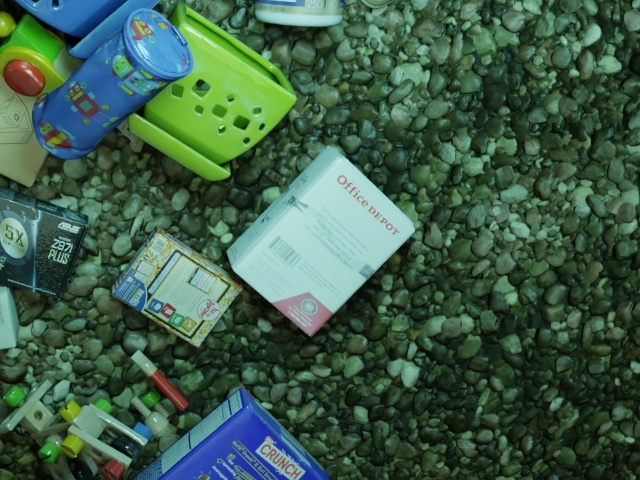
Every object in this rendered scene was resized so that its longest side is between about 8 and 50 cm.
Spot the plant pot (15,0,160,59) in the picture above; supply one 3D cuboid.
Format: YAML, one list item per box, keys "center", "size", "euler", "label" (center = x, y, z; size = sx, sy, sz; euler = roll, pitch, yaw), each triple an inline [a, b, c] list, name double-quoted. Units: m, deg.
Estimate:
- center: [-0.374, -0.431, 1.668]
  size: [0.236, 0.236, 0.212]
  euler: [-40, 116, 1]
  label: "plant pot"

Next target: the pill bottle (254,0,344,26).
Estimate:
- center: [-0.030, -0.496, 1.758]
  size: [0.153, 0.153, 0.264]
  euler: [0, 107, -12]
  label: "pill bottle"

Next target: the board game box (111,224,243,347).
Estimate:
- center: [-0.263, 0.086, 1.941]
  size: [0.193, 0.045, 0.146]
  euler: [36, 96, -19]
  label: "board game box"

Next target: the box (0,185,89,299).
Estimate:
- center: [-0.514, 0.003, 1.845]
  size: [0.180, 0.077, 0.147]
  euler: [20, 101, -17]
  label: "box"

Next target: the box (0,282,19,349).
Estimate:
- center: [-0.676, 0.142, 1.844]
  size: [0.275, 0.094, 0.113]
  euler: [-8, 108, -9]
  label: "box"

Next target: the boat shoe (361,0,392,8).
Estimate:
- center: [0.177, -0.526, 1.822]
  size: [0.302, 0.098, 0.109]
  euler: [-45, 110, 4]
  label: "boat shoe"

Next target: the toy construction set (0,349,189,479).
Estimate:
- center: [-0.429, 0.316, 1.903]
  size: [0.309, 0.257, 0.237]
  euler: [-43, 98, -19]
  label: "toy construction set"

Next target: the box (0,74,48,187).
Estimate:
- center: [-0.552, -0.207, 1.805]
  size: [0.201, 0.021, 0.164]
  euler: [27, 99, -17]
  label: "box"

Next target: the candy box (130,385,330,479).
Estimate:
- center: [-0.178, 0.484, 2.038]
  size: [0.317, 0.122, 0.268]
  euler: [-40, 109, 3]
  label: "candy box"

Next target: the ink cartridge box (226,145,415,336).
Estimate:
- center: [0.000, 0.000, 1.932]
  size: [0.283, 0.117, 0.207]
  euler: [-46, 110, 4]
  label: "ink cartridge box"

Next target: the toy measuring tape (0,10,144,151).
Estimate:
- center: [-0.438, -0.258, 1.780]
  size: [0.121, 0.121, 0.330]
  euler: [-43, 124, 3]
  label: "toy measuring tape"

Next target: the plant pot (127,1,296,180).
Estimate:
- center: [-0.198, -0.240, 1.768]
  size: [0.228, 0.227, 0.207]
  euler: [33, 103, -19]
  label: "plant pot"

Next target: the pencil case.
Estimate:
- center: [-0.321, -0.235, 1.611]
  size: [0.306, 0.133, 0.119]
  euler: [-29, 100, 40]
  label: "pencil case"
